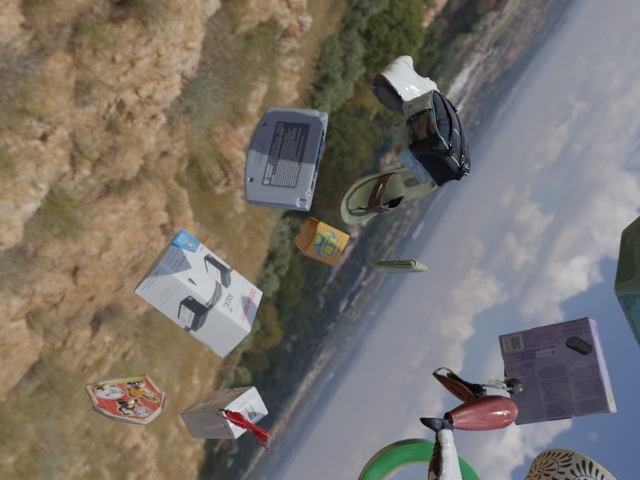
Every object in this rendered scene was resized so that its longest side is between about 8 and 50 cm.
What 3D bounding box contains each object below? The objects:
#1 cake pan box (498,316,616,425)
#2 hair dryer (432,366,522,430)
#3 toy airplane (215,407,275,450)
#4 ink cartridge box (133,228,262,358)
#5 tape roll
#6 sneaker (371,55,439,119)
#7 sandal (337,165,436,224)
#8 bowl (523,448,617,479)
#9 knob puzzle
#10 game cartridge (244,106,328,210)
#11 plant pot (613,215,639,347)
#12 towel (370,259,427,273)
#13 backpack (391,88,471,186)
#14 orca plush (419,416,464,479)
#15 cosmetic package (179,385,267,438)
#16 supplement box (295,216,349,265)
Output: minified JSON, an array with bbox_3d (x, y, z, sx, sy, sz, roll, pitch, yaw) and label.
[{"bbox_3d":[0.614,0.350,1.776,0.267,0.245,0.070,-19,155,30],"label":"cake pan box"},{"bbox_3d":[0.360,0.391,1.615,0.293,0.224,0.080,-17,109,-66],"label":"hair dryer"},{"bbox_3d":[-0.155,0.386,1.403,0.028,0.151,0.151,-56,172,-12],"label":"toy airplane"},{"bbox_3d":[-0.329,0.144,1.871,0.129,0.307,0.223,-45,-166,21],"label":"ink cartridge box"},{"bbox_3d":[0.239,0.645,1.617,0.321,0.321,0.077,-57,174,-3],"label":"tape roll"},{"bbox_3d":[0.255,-0.324,1.650,0.129,0.297,0.111,-52,-150,-18],"label":"sneaker"},{"bbox_3d":[0.186,-0.134,1.865,0.303,0.120,0.086,-24,-158,8],"label":"sandal"},{"bbox_3d":[0.298,0.351,0.820,0.080,0.170,0.170,-16,148,-32],"label":"bowl"},{"bbox_3d":[-0.477,0.396,1.690,0.213,0.213,0.030,-38,144,-67],"label":"knob puzzle"},{"bbox_3d":[-0.100,-0.226,1.836,0.062,0.198,0.297,60,38,-63],"label":"game cartridge"},{"bbox_3d":[0.596,0.061,1.014,0.252,0.247,0.248,-12,-144,39],"label":"plant pot"},{"bbox_3d":[0.233,0.079,1.991,0.110,0.148,0.027,21,68,-59],"label":"towel"},{"bbox_3d":[0.240,-0.226,1.460,0.144,0.166,0.188,-19,-128,34],"label":"backpack"},{"bbox_3d":[0.224,0.500,1.351,0.102,0.287,0.151,-26,144,26],"label":"orca plush"},{"bbox_3d":[-0.250,0.440,1.714,0.117,0.085,0.231,-31,-172,-41],"label":"cosmetic package"},{"bbox_3d":[0.000,0.000,1.488,0.078,0.080,0.233,-64,-174,2],"label":"supplement box"}]
